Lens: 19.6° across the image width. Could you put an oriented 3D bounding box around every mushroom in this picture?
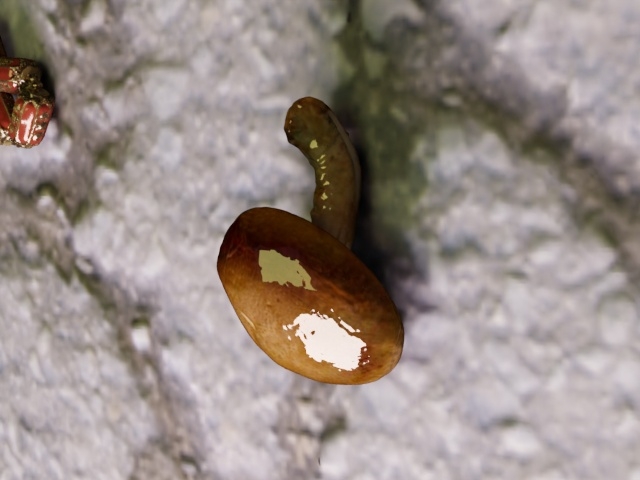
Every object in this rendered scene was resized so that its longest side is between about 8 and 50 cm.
[{"bbox_3d":[-0.010,0.003,0.816,0.088,0.073,0.129,134,125,-75],"label":"mushroom"}]

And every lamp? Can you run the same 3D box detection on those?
[{"bbox_3d":[-0.177,-0.080,1.017,0.083,0.031,0.063,41,124,31],"label":"lamp"}]
